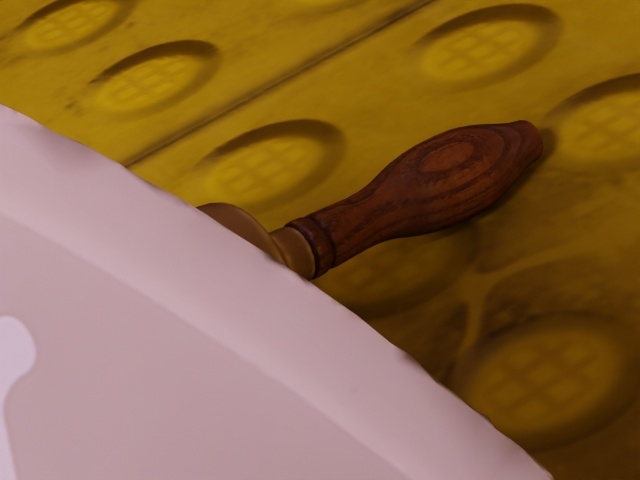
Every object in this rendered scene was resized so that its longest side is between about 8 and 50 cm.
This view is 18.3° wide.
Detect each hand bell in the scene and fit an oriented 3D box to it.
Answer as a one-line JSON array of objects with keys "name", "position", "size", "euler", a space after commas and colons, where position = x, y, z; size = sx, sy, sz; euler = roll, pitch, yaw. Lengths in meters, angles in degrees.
[{"name": "hand bell", "position": [0.000, 0.000, 0.825], "size": [0.242, 0.126, 0.126], "euler": [-25, 28, -33]}]

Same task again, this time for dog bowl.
[{"name": "dog bowl", "position": [-0.078, 0.101, 0.466], "size": [0.348, 0.349, 0.102], "euler": [8, 55, 41]}]
